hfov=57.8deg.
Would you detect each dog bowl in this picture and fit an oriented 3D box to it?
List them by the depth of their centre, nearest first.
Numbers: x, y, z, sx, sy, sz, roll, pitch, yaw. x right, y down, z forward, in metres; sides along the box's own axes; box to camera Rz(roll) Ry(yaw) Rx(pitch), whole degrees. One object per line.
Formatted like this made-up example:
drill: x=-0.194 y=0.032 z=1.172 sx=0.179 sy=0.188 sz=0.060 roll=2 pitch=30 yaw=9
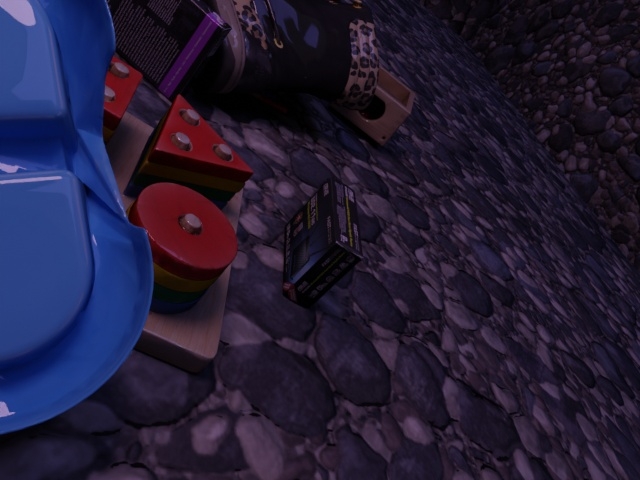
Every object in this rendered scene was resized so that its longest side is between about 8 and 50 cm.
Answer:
dog bowl: x=-0.198 y=-0.043 z=0.334 sx=0.166 sy=0.074 sz=0.297 roll=-9 pitch=85 yaw=-27

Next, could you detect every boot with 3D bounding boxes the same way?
boot: x=-0.071 y=-0.364 z=0.869 sx=0.284 sy=0.138 sz=0.377 roll=3 pitch=62 yaw=-36

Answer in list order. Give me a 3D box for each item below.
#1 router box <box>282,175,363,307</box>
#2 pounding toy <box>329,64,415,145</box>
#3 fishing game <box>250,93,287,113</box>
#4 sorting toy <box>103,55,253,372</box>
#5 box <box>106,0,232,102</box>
router box: x=0.000 y=0.000 z=0.637 sx=0.038 sy=0.092 sz=0.122 roll=30 pitch=32 yaw=-25
pounding toy: x=0.060 y=-0.271 z=1.060 sx=0.206 sy=0.094 sz=0.181 roll=36 pitch=32 yaw=-9
fishing game: x=-0.105 y=-0.298 z=0.938 sx=0.189 sy=0.041 sz=0.264 roll=26 pitch=39 yaw=-17
sorting toy: x=-0.171 y=-0.057 z=0.495 sx=0.255 sy=0.089 sz=0.257 roll=31 pitch=32 yaw=-24
box: x=-0.201 y=-0.263 z=0.690 sx=0.162 sy=0.116 sz=0.029 roll=42 pitch=27 yaw=-6
